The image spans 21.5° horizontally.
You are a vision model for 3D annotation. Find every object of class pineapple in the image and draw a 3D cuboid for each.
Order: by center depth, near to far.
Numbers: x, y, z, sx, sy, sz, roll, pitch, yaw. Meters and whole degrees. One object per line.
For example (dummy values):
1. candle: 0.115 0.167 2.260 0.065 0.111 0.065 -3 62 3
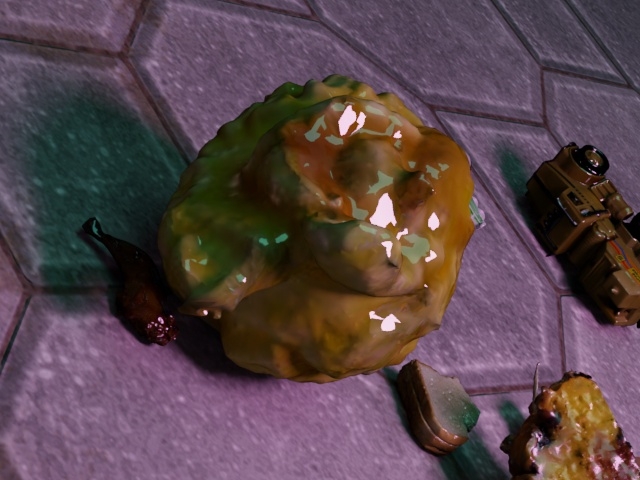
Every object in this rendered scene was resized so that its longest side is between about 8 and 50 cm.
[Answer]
1. pineapple: 0.253 0.290 1.711 0.158 0.161 0.334 114 -48 -76

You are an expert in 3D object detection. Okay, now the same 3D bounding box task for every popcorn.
1. popcorn: -0.003 0.000 1.597 0.279 0.274 0.335 62 38 -43

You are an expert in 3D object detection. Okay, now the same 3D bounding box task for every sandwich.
1. sandwich: 0.128 0.182 1.765 0.093 0.036 0.105 27 33 -33

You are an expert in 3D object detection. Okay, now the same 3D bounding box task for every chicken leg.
1. chicken leg: -0.173 0.038 1.558 0.062 0.037 0.145 -2 53 -38

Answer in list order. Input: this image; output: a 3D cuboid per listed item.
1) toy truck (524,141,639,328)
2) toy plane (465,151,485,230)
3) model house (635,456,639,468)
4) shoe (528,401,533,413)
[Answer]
1. toy truck: 0.368 -0.005 2.275 0.127 0.127 0.257 -6 54 -39
2. toy plane: 0.143 -0.078 2.102 0.174 0.080 0.174 35 26 -20
3. model house: 0.407 0.309 1.893 0.248 0.176 0.181 62 38 -63
4. shoe: 0.273 0.217 1.885 0.109 0.072 0.069 41 65 3
